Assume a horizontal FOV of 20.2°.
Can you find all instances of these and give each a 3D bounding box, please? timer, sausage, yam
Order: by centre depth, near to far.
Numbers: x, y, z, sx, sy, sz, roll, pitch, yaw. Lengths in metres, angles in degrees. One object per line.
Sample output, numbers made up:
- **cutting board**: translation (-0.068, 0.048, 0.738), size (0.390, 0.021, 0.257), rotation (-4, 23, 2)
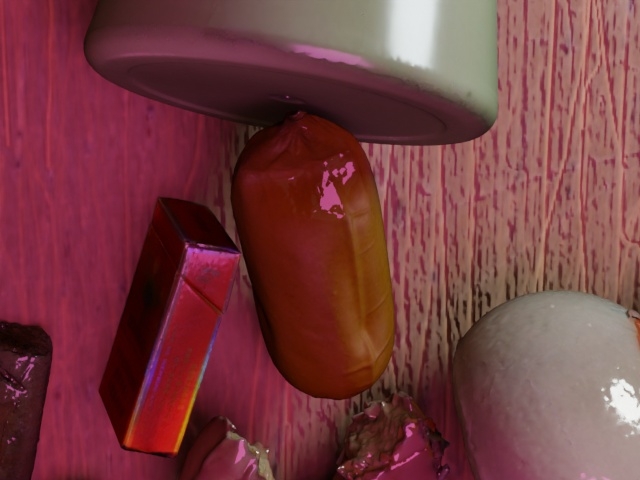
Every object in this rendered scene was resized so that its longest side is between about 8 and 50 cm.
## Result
- **timer**: translation (0.005, -0.246, 1.261), size (0.291, 0.291, 0.315), rotation (13, 84, -20)
- **sausage**: translation (-0.006, -0.001, 1.342), size (0.112, 0.112, 0.328), rotation (-21, 141, -9)
- **yam**: translation (-0.244, 0.134, 1.409), size (0.054, 0.054, 0.132), rotation (5, 108, -18)

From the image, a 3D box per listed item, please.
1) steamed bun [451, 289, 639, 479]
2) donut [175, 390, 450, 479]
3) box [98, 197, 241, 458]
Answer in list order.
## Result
- **steamed bun**: translation (0.230, 0.165, 1.433), size (0.177, 0.283, 0.283), rotation (-25, 116, 16)
- **donut**: translation (-0.015, 0.213, 1.473), size (0.233, 0.085, 0.199), rotation (-3, 124, -26)
- **box**: translation (-0.118, 0.066, 1.392), size (0.048, 0.112, 0.175), rotation (13, 106, -20)
